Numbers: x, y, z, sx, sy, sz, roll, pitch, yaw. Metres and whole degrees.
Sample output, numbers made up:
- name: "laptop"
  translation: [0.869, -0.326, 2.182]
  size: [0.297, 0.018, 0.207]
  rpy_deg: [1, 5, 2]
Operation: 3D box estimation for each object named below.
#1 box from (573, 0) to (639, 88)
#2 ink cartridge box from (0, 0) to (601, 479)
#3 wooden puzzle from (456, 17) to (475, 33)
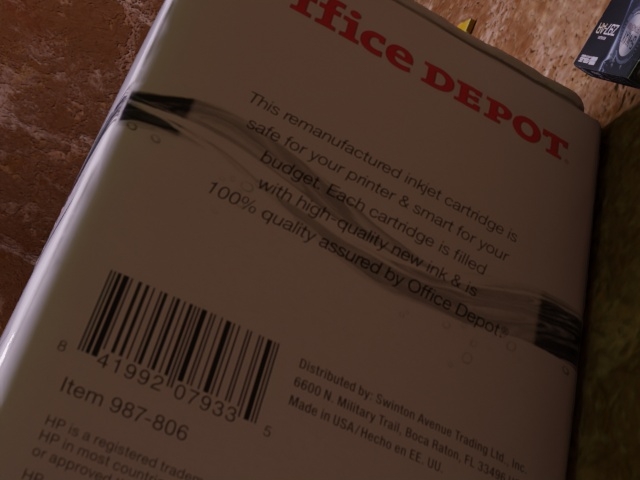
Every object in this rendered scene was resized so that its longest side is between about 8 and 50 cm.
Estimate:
- name: "box"
  translation: [0.205, -0.135, 0.646]
  size: [0.067, 0.018, 0.083]
  rpy_deg: [-60, 17, 9]
- name: "ink cartridge box"
  translation: [-0.015, 0.049, 0.559]
  size: [0.166, 0.286, 0.394]
  rpy_deg: [-42, 26, 53]
- name: "wooden puzzle"
  translation: [0.112, -0.166, 0.992]
  size: [0.116, 0.014, 0.078]
  rpy_deg: [-65, 16, -4]
